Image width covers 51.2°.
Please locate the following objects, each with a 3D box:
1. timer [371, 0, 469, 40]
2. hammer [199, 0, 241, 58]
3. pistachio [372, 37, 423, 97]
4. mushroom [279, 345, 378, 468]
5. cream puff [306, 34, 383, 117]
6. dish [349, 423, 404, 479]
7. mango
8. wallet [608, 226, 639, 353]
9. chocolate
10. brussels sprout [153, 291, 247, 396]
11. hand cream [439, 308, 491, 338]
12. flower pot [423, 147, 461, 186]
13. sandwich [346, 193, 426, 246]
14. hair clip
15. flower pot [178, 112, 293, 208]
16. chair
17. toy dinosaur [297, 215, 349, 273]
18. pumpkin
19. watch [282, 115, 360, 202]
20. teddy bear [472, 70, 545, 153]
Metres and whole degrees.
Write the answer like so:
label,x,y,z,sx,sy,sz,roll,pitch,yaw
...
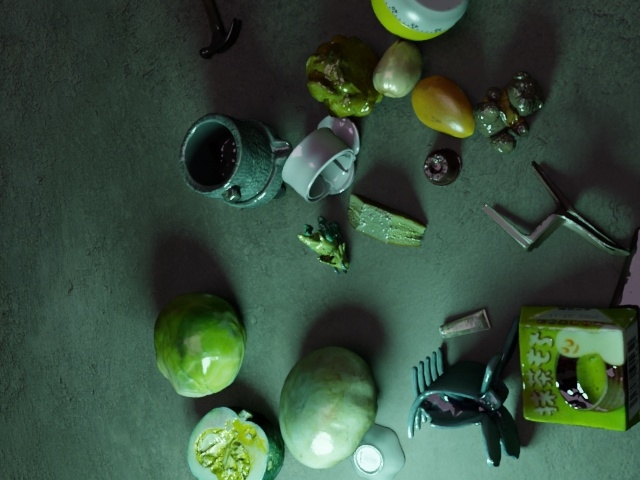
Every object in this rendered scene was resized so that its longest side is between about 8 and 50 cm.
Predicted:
label,x,y,z,sx,sy,sz,roll,pitch,yaw
timer,0.247,-0.661,1.808,0.284,0.285,0.286,2,95,24
hammer,-0.386,-0.822,2.168,0.168,0.044,0.440,-23,85,25
pistachio,0.221,-0.478,1.838,0.117,0.145,0.201,23,58,18
mushroom,0.023,0.485,1.955,0.352,0.260,0.353,-32,47,43
cream puff,0.069,-0.454,1.885,0.243,0.196,0.245,1,87,-14
dish,0.155,0.652,2.015,0.190,0.066,0.191,2,95,25
mango,0.339,-0.364,1.838,0.217,0.102,0.141,47,117,17
wallet,0.831,0.133,1.682,0.165,0.042,0.310,19,101,23
chocolate,0.651,0.326,1.704,0.288,0.137,0.301,-1,97,32
brussels sprout,-0.380,0.328,2.143,0.344,0.268,0.345,18,118,38
hand cream,0.407,0.240,1.891,0.143,0.039,0.061,-19,86,16
flower pot,0.330,-0.206,1.860,0.111,0.089,0.111,2,95,25
sandwich,0.176,-0.056,1.943,0.257,0.096,0.094,23,108,24
hair clip,0.385,0.409,1.763,0.238,0.318,0.393,2,96,27
flower pot,-0.232,-0.238,2.007,0.298,0.282,0.299,-3,84,29
chair,0.600,-0.024,1.707,0.183,0.175,0.326,-45,69,11
toy dinosaur,0.000,0.000,1.957,0.094,0.259,0.153,-32,53,21
pumpkin,-0.245,0.663,2.132,0.292,0.197,0.264,26,92,28
watch,-0.001,-0.247,1.933,0.196,0.231,0.244,43,112,18
teddy bear,0.497,-0.351,1.761,0.190,0.140,0.177,-37,121,13
